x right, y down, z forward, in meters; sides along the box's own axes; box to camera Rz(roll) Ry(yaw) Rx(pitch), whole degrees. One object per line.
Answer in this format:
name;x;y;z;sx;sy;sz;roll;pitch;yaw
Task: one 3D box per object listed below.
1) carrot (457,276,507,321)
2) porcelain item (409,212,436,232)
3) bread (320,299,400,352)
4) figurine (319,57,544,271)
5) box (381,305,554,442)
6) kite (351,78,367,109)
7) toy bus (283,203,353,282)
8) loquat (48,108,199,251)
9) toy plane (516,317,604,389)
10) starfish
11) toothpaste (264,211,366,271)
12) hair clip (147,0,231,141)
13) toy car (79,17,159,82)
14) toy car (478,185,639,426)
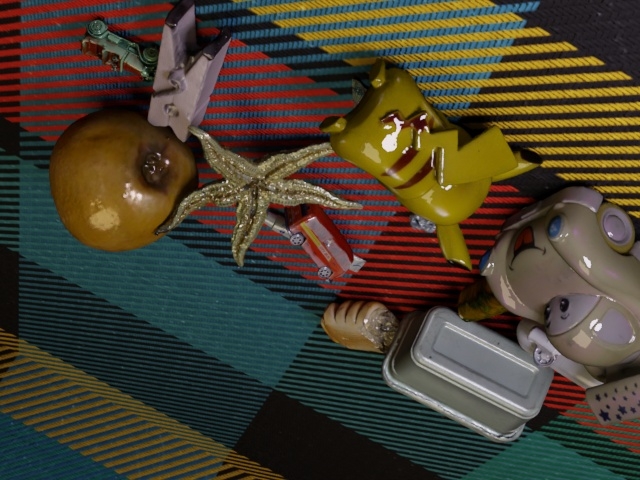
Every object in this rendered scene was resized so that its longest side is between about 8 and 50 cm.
carrot;0.313;0.097;1.994;0.082;0.082;0.173;36;151;-15
porcelain item;0.194;-0.031;1.940;0.083;0.028;0.036;15;132;24
bread;0.083;0.175;2.304;0.177;0.084;0.119;0;140;40
figurine;0.168;-0.130;1.667;0.327;0.218;0.169;35;-166;-33
box;0.295;0.250;2.128;0.312;0.175;0.182;27;161;0
kite;0.103;-0.216;1.738;0.137;0.005;0.152;37;150;-22
toy bus;0.000;0.000;2.089;0.077;0.079;0.174;-29;125;14
loquat;-0.373;-0.107;2.036;0.275;0.275;0.275;20;150;12
toy plane;0.465;0.200;1.979;0.244;0.117;0.245;29;-175;-3
starfish;-0.104;-0.084;1.949;0.358;0.078;0.347;12;130;-23
toothpaste;-0.014;0.004;2.166;0.218;0.033;0.052;28;144;-7
hair clip;-0.228;-0.273;1.839;0.101;0.085;0.331;31;153;-2
toy car;-0.342;-0.321;1.889;0.143;0.054;0.073;27;152;2
toy car;0.427;0.107;1.749;0.336;0.226;0.242;39;149;-12
